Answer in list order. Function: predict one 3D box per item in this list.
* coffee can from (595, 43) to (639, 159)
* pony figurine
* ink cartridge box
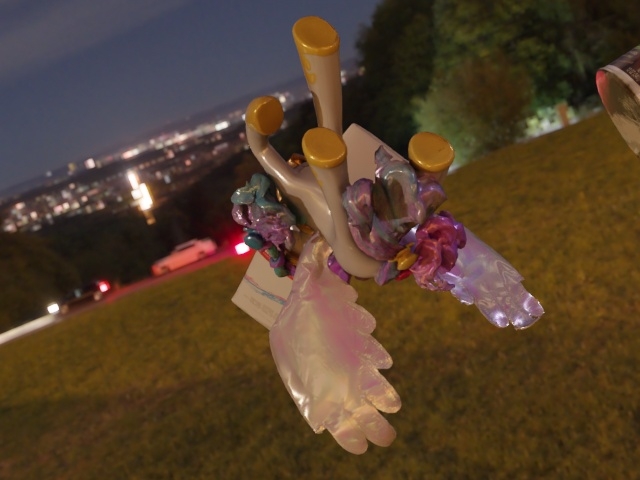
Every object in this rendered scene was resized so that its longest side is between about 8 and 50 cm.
[{"bbox_3d":[0.558,-0.230,1.421,0.275,0.201,0.201,-33,7,4],"label":"coffee can"},{"bbox_3d":[0.044,-0.005,1.097,0.303,0.351,0.363,-32,-27,-20],"label":"pony figurine"},{"bbox_3d":[0.000,0.000,1.501,0.226,0.131,0.306,-54,0,-26],"label":"ink cartridge box"}]
